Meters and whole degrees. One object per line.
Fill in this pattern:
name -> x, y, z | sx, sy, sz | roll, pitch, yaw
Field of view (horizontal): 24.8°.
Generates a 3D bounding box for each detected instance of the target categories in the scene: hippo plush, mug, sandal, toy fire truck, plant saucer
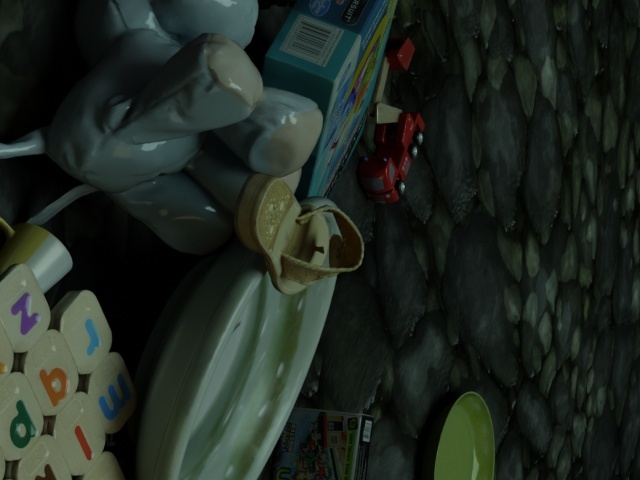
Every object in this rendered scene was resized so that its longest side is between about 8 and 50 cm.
hippo plush -> -0.145, -0.138, 1.361 | 0.234, 0.294, 0.236 | 59, 20, -48
mug -> -0.270, 0.024, 1.293 | 0.064, 0.078, 0.062 | -56, 172, -32
sandal -> -0.002, 0.006, 1.303 | 0.088, 0.079, 0.240 | -70, 160, -9
toy fire truck -> 0.090, -0.161, 1.949 | 0.135, 0.047, 0.192 | 59, 44, -46
plant saucer -> -0.102, 0.128, 1.478 | 0.400, 0.100, 0.400 | -60, 165, -28
plant saucer -> 0.205, 0.348, 2.213 | 0.241, 0.037, 0.241 | -7, 98, -62

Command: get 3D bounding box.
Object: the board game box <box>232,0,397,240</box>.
board game box -> 0.000, -0.154, 1.588 | 0.336, 0.079, 0.254 | 104, 10, -53

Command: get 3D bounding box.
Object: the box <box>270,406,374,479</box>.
box -> -0.006, 0.306, 1.734 | 0.036, 0.114, 0.207 | 25, 69, -60

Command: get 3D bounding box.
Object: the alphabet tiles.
alphabet tiles -> -0.252, 0.175, 1.234 | 0.284, 0.021, 0.278 | -55, 136, -45

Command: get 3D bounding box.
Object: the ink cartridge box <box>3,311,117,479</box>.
ink cartridge box -> -0.260, 0.250, 1.313 | 0.176, 0.069, 0.371 | 5, 85, -61

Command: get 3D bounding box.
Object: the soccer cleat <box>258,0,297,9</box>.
soccer cleat -> -0.101, -0.304, 1.536 | 0.289, 0.093, 0.121 | -7, 91, -62
